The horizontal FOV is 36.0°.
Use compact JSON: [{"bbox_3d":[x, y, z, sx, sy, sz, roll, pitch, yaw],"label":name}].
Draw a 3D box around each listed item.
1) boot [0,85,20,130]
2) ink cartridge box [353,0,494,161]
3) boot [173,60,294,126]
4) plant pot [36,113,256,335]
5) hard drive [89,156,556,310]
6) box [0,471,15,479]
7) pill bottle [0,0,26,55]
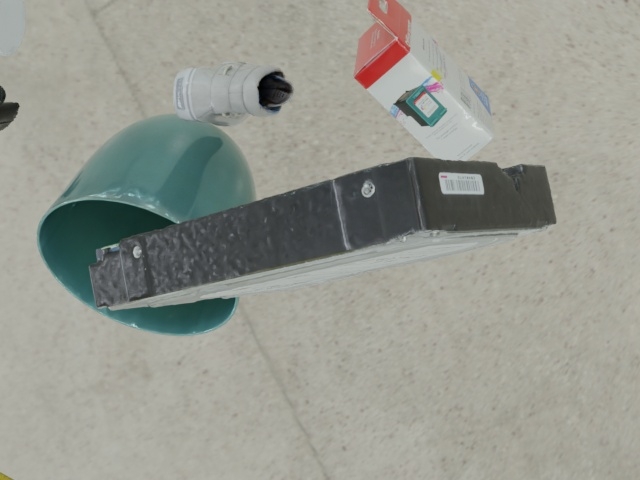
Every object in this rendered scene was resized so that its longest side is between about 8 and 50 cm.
[{"bbox_3d":[-0.530,-0.214,1.608,0.121,0.099,0.045,-35,84,24],"label":"boot"},{"bbox_3d":[0.118,-0.212,1.265,0.231,0.134,0.078,42,116,-18],"label":"ink cartridge box"},{"bbox_3d":[-0.093,-0.195,1.328,0.123,0.258,0.095,3,103,15],"label":"boot"},{"bbox_3d":[-0.223,-0.041,1.430,0.293,0.235,0.293,11,140,10],"label":"plant pot"},{"bbox_3d":[0.000,0.000,0.846,0.339,0.237,0.064,-13,84,34],"label":"hard drive"},{"bbox_3d":[-0.360,0.331,0.834,0.290,0.177,0.279,20,119,25],"label":"box"},{"bbox_3d":[-0.445,-0.254,1.102,0.208,0.117,0.117,5,99,12],"label":"pill bottle"}]
